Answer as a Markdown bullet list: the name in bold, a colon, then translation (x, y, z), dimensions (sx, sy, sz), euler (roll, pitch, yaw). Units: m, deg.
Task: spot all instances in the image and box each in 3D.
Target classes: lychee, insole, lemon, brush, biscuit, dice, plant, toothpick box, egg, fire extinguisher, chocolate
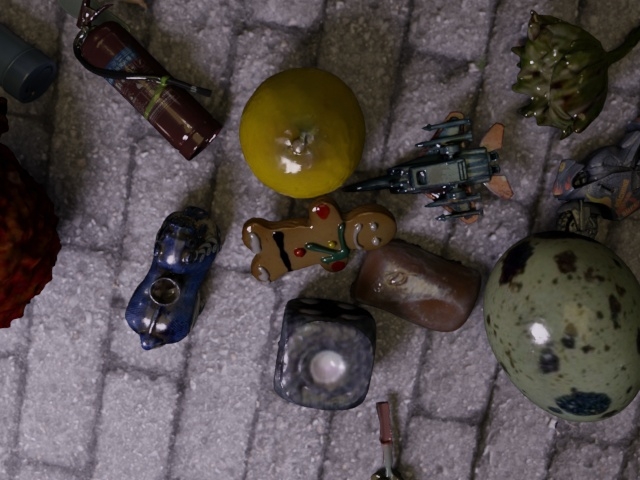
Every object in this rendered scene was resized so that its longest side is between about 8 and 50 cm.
- **lychee**: translation (-0.658, -0.023, 0.967), dimensions (0.425, 0.424, 0.500), euler (35, 82, -6)
- **insole**: translation (-0.436, -0.434, 1.104), dimensions (0.153, 0.002, 0.053), euler (34, 97, -6)
- **lemon**: translation (-0.032, -0.193, 1.044), dimensions (0.241, 0.219, 0.240), euler (0, 103, -1)
- **brush**: translation (0.144, 0.487, 1.235), dimensions (0.084, 0.071, 0.300), euler (-9, 99, -12)
- **biscuit**: translation (0.000, 0.000, 1.112), dimensions (0.302, 0.049, 0.196), euler (-12, 139, 1)
- **dice**: translation (0.006, 0.217, 1.129), dimensions (0.182, 0.183, 0.181), euler (10, 97, -4)
- **plant**: translation (0.533, -0.337, 1.066), dimensions (0.334, 0.180, 0.251), euler (-18, 110, -2)
- **toothpick box**: translation (-0.588, -0.342, 1.066), dimensions (0.153, 0.101, 0.101), euler (38, 96, -5)
- **egg**: translation (0.461, 0.165, 1.076), dimensions (0.288, 0.287, 0.379), euler (-20, 96, 2)
- **fire extinguisher**: translation (-0.330, -0.312, 1.073), dimensions (0.141, 0.105, 0.341), euler (-43, 98, 10)
- **chocolate**: translation (0.202, 0.098, 1.164), dimensions (0.261, 0.083, 0.161), euler (18, 100, -5)

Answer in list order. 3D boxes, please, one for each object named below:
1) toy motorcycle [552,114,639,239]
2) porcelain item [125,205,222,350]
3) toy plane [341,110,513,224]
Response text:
- **toy motorcycle**: translation (0.574, -0.123, 1.128), dimensions (0.307, 0.108, 0.173), euler (-37, 93, 2)
- **porcelain item**: translation (-0.280, 0.077, 1.099), dimensions (0.138, 0.186, 0.288), euler (22, 99, -6)
- **toy plane**: translation (0.203, -0.126, 1.117), dimensions (0.327, 0.104, 0.222), euler (-11, 100, 1)
